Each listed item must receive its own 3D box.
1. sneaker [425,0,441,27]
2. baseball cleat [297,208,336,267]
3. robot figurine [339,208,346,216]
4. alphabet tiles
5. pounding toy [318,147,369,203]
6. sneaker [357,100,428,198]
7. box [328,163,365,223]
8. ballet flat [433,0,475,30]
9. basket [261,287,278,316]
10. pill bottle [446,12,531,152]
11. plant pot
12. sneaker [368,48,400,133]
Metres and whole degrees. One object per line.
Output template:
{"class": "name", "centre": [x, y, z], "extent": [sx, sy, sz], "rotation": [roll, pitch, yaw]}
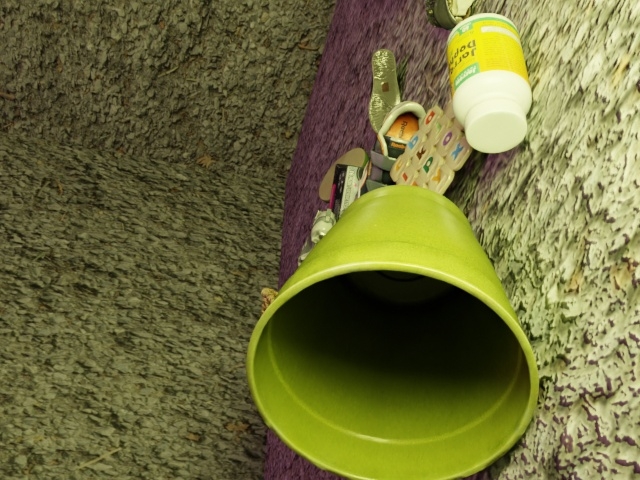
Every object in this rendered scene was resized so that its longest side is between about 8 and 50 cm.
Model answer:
{"class": "sneaker", "centre": [0.273, -0.556, 1.484], "extent": [0.086, 0.085, 0.237], "rotation": [-42, -35, -61]}
{"class": "baseball cleat", "centre": [0.000, 0.000, 1.747], "extent": [0.206, 0.072, 0.109], "rotation": [120, 169, -55]}
{"class": "robot figurine", "centre": [0.087, 0.062, 1.520], "extent": [0.291, 0.085, 0.211], "rotation": [60, -145, -58]}
{"class": "alphabet tiles", "centre": [0.205, -0.147, 1.360], "extent": [0.284, 0.021, 0.278], "rotation": [-58, 18, 18]}
{"class": "pounding toy", "centre": [0.113, -0.167, 2.029], "extent": [0.237, 0.110, 0.183], "rotation": [-28, 34, 41]}
{"class": "sneaker", "centre": [0.157, -0.152, 1.582], "extent": [0.127, 0.126, 0.321], "rotation": [133, 147, -84]}
{"class": "box", "centre": [0.100, -0.055, 1.783], "extent": [0.163, 0.142, 0.247], "rotation": [-139, 57, -78]}
{"class": "ballet flat", "centre": [0.281, -0.539, 1.378], "extent": [0.096, 0.095, 0.280], "rotation": [-119, 28, -60]}
{"class": "basket", "centre": [-0.010, 0.265, 1.804], "extent": [0.299, 0.213, 0.223], "rotation": [44, 133, 53]}
{"class": "pill bottle", "centre": [0.255, -0.236, 1.100], "extent": [0.117, 0.118, 0.208], "rotation": [112, 165, -52]}
{"class": "plant pot", "centre": [0.110, 0.096, 1.062], "extent": [0.353, 0.366, 0.366], "rotation": [-74, 0, -58]}
{"class": "sneaker", "centre": [0.175, -0.384, 1.927], "extent": [0.118, 0.083, 0.222], "rotation": [8, -95, -81]}
